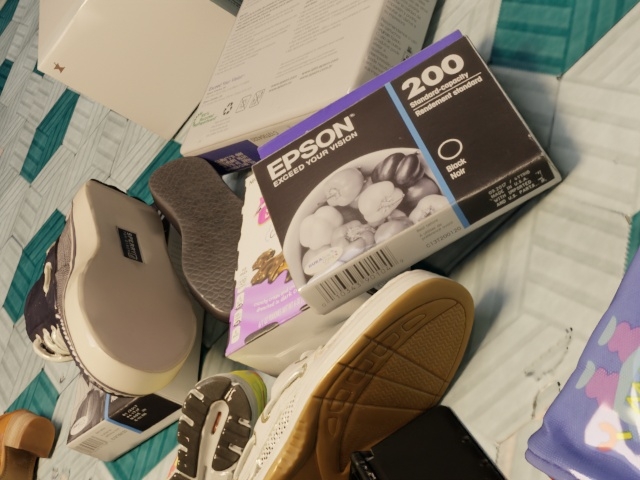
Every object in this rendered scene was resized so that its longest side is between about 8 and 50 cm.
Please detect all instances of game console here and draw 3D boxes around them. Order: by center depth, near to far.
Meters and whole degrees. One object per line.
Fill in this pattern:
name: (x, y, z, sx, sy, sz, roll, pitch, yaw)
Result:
game console: (0.071, 0.190, 0.758, 0.122, 0.071, 0.107, -128, 39, -59)

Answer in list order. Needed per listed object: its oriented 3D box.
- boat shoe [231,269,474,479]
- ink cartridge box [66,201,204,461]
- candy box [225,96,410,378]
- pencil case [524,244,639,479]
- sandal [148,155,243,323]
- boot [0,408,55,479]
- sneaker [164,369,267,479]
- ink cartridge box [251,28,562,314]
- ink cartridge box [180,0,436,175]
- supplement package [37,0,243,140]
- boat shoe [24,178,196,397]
boat shoe: (0.005, 0.120, 0.830, 0.277, 0.098, 0.096, -54, 31, 17)
ink cartridge box: (-0.190, 0.061, 1.225, 0.165, 0.065, 0.332, -37, 37, 38)
candy box: (0.000, 0.000, 0.965, 0.165, 0.070, 0.196, -33, 41, 40)
pencil case: (0.229, 0.017, 0.546, 0.133, 0.119, 0.306, 33, 95, 40)
sandal: (-0.102, -0.001, 1.130, 0.097, 0.054, 0.254, -21, 40, -8)
boot: (-0.402, 0.298, 1.354, 0.152, 0.073, 0.197, -10, 46, 53)
sneaker: (-0.092, 0.201, 0.954, 0.208, 0.081, 0.094, -66, -10, 17)
ink cartridge box: (0.051, -0.071, 0.869, 0.206, 0.045, 0.208, -30, 45, 8)
ink cartridge box: (0.007, -0.242, 1.160, 0.324, 0.071, 0.330, -9, 55, 55)
supplement package: (-0.235, -0.310, 1.462, 0.199, 0.198, 0.262, -48, 32, 22)
boat shoe: (-0.216, 0.083, 1.084, 0.158, 0.127, 0.340, -58, 23, 19)
